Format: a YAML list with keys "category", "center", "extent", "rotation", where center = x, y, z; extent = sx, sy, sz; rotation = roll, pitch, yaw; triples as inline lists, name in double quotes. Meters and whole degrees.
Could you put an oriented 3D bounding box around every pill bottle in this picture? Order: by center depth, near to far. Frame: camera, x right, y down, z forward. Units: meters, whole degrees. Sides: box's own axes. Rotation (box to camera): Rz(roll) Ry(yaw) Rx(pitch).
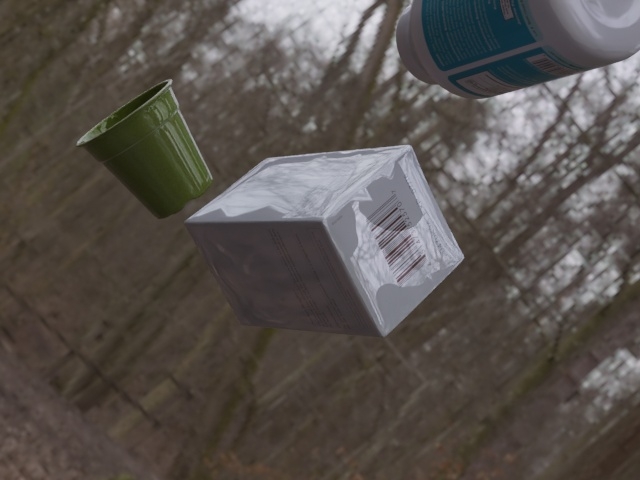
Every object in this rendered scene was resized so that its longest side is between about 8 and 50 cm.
- category: "pill bottle"
  center: [0.184, -0.218, 1.188]
  extent: [0.146, 0.146, 0.264]
  rotation: [56, -29, -16]

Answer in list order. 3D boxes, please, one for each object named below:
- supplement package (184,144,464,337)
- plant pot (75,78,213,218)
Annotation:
- category: "supplement package"
  center: [0.000, 0.000, 0.953]
  extent: [0.179, 0.105, 0.105]
  rotation: [1, -55, 51]
- category: "plant pot"
  center: [-0.120, -0.061, 0.896]
  extent: [0.079, 0.083, 0.083]
  rotation: [56, -13, -16]
